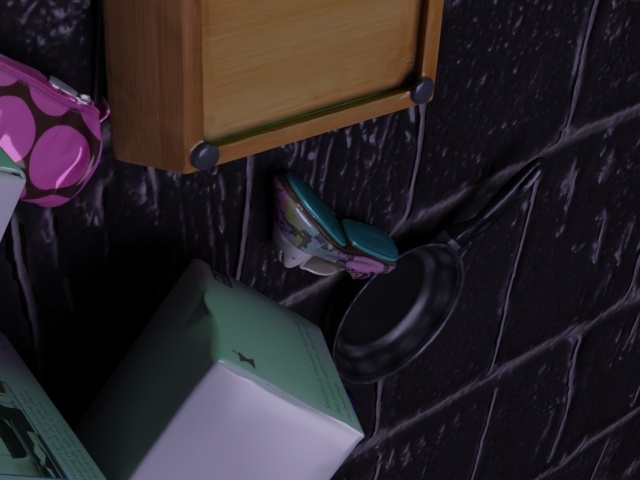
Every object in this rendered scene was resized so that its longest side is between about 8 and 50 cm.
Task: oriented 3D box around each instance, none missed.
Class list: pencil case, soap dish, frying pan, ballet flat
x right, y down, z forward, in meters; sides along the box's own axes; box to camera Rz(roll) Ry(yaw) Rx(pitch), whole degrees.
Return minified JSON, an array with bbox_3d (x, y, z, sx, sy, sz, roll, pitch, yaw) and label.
[{"bbox_3d":[-0.250,-0.100,0.897,0.098,0.095,0.209,-38,147,19],"label":"pencil case"},{"bbox_3d":[-0.028,-0.185,1.001,0.291,0.118,0.229,-19,133,-27],"label":"soap dish"},{"bbox_3d":[0.113,0.026,1.435,0.197,0.053,0.326,5,118,-48],"label":"frying pan"},{"bbox_3d":[0.000,0.000,1.282,0.079,0.077,0.221,-35,149,17],"label":"ballet flat"}]

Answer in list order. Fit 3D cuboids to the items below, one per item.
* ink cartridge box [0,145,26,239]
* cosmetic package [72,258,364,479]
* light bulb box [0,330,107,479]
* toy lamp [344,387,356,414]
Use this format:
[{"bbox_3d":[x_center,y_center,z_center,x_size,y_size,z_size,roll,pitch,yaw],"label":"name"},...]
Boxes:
[{"bbox_3d":[-0.316,-0.029,0.723,0.122,0.289,0.211,3,122,-47],"label":"ink cartridge box"},{"bbox_3d":[-0.146,0.232,1.112,0.156,0.217,0.385,33,104,-21],"label":"cosmetic package"},{"bbox_3d":[-0.417,0.239,0.935,0.358,0.225,0.361,-54,144,11],"label":"light bulb box"},{"bbox_3d":[-0.042,0.147,1.368,0.080,0.080,0.274,-45,145,-4],"label":"toy lamp"}]
